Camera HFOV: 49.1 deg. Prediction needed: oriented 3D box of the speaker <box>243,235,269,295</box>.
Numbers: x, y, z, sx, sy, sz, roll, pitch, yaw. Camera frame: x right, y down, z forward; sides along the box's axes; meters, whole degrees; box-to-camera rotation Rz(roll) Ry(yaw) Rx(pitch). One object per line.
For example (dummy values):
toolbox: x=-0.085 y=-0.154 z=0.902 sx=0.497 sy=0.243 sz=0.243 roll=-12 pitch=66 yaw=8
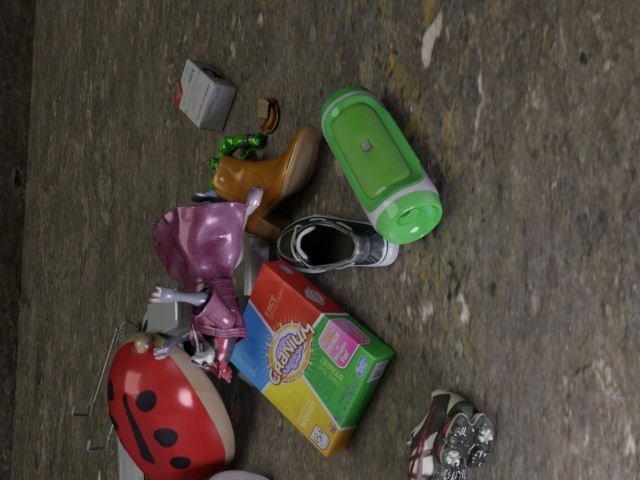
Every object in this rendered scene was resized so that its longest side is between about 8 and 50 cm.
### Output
speaker: x=-0.145 y=0.060 z=1.593 sx=0.055 sy=0.055 sz=0.136 roll=-3 pitch=85 yaw=51

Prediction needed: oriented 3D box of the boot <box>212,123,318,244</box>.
boot: x=-0.132 y=-0.147 z=1.514 sx=0.211 sy=0.104 sz=0.295 roll=31 pitch=120 yaw=24

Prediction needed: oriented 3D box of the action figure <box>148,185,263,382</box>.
action figure: x=-0.219 y=0.105 z=1.421 sx=0.248 sy=0.276 sz=0.370 roll=130 pitch=124 yaw=-64

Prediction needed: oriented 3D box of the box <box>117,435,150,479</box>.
box: x=-0.485 y=0.645 z=1.937 sx=0.169 sy=0.087 sz=0.290 roll=-22 pitch=69 yaw=48

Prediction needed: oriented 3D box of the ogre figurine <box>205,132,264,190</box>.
ogre figurine: x=-0.207 y=-0.167 z=1.670 sx=0.118 sy=0.097 sz=0.197 roll=22 pitch=120 yaw=32

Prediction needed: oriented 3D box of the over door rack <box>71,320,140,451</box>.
over door rack: x=-0.576 y=0.417 z=2.014 sx=0.239 sy=0.108 sz=0.324 roll=23 pitch=84 yaw=58

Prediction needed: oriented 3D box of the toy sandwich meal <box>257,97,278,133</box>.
toy sandwich meal: x=-0.127 y=-0.289 z=1.624 sx=0.085 sy=0.029 sz=0.085 roll=-7 pitch=81 yaw=51

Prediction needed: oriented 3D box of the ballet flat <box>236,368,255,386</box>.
ballet flat: x=-0.118 y=0.238 z=1.548 sx=0.068 sy=0.072 sz=0.213 roll=38 pitch=120 yaw=16

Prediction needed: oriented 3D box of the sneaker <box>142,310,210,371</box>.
sneaker: x=-0.392 y=0.343 z=1.808 sx=0.210 sy=0.137 sz=0.365 roll=14 pitch=94 yaw=54

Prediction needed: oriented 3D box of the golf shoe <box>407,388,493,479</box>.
golf shoe: x=0.187 y=0.375 z=1.132 sx=0.273 sy=0.105 sz=0.120 roll=-68 pitch=25 yaw=12

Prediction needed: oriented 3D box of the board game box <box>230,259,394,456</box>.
board game box: x=-0.032 y=0.224 z=1.374 sx=0.316 sy=0.064 sz=0.242 roll=37 pitch=116 yaw=32

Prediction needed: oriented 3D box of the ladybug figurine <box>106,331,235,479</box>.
ladybug figurine: x=-0.356 y=0.406 z=1.595 sx=0.305 sy=0.162 sz=0.449 roll=5 pitch=124 yaw=31

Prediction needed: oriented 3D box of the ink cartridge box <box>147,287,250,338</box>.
ink cartridge box: x=-0.270 y=0.172 z=1.615 sx=0.154 sy=0.212 sz=0.093 roll=-26 pitch=64 yaw=48

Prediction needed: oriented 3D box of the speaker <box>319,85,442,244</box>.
speaker: x=0.102 y=-0.139 z=1.247 sx=0.131 sy=0.131 sz=0.296 roll=-52 pitch=49 yaw=35

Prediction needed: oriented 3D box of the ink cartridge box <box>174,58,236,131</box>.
ink cartridge box: x=-0.300 y=-0.375 z=1.815 sx=0.175 sy=0.072 sz=0.127 roll=46 pitch=121 yaw=43

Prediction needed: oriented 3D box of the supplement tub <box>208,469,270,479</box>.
supplement tub: x=-0.188 y=0.650 z=1.480 sx=0.191 sy=0.191 sz=0.272 roll=29 pitch=109 yaw=49

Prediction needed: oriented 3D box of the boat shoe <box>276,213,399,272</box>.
boat shoe: x=0.000 y=0.000 z=1.365 sx=0.335 sy=0.119 sz=0.121 roll=-6 pitch=82 yaw=51
